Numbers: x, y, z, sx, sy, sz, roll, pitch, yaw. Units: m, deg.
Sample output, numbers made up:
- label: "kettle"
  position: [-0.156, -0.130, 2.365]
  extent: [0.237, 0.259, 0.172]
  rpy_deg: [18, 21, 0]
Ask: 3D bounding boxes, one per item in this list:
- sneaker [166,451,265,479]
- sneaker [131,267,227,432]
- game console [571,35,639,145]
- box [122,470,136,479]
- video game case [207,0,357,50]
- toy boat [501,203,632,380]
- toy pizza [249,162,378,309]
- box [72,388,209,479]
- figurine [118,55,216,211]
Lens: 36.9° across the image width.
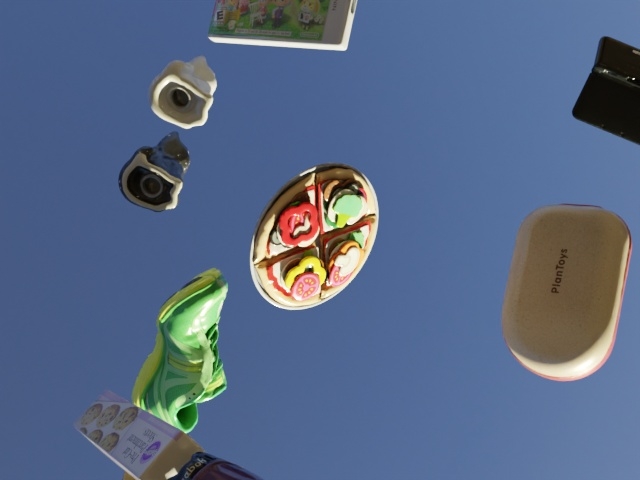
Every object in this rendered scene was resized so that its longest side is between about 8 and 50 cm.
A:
- label: "sneaker"
  position: [-0.071, 0.274, 0.923]
  extent: [0.124, 0.283, 0.107]
  rpy_deg: [34, -114, 22]
- label: "sneaker"
  position: [-0.176, 0.159, 1.368]
  extent: [0.123, 0.295, 0.109]
  rpy_deg: [33, -143, 14]
- label: "game console"
  position: [0.414, -0.201, 1.293]
  extent: [0.122, 0.071, 0.107]
  rpy_deg: [23, -129, 0]
- label: "box"
  position: [-0.219, 0.418, 1.331]
  extent: [0.021, 0.164, 0.201]
  rpy_deg: [63, -147, -57]
- label: "video game case"
  position: [-0.043, -0.361, 1.316]
  extent: [0.023, 0.212, 0.193]
  rpy_deg: [24, -104, -63]
- label: "toy boat"
  position: [0.332, 0.073, 1.269]
  extent: [0.151, 0.151, 0.231]
  rpy_deg: [36, -115, -55]
- label: "toy pizza"
  position: [0.000, 0.000, 1.206]
  extent: [0.201, 0.032, 0.201]
  rpy_deg: [-19, -56, -31]
- label: "box"
  position: [-0.206, 0.229, 1.084]
  extent: [0.063, 0.324, 0.067]
  rpy_deg: [47, -108, -18]
- label: "figurine"
  position: [-0.215, -0.171, 1.430]
  extent: [0.092, 0.209, 0.215]
  rpy_deg: [20, -73, -6]
